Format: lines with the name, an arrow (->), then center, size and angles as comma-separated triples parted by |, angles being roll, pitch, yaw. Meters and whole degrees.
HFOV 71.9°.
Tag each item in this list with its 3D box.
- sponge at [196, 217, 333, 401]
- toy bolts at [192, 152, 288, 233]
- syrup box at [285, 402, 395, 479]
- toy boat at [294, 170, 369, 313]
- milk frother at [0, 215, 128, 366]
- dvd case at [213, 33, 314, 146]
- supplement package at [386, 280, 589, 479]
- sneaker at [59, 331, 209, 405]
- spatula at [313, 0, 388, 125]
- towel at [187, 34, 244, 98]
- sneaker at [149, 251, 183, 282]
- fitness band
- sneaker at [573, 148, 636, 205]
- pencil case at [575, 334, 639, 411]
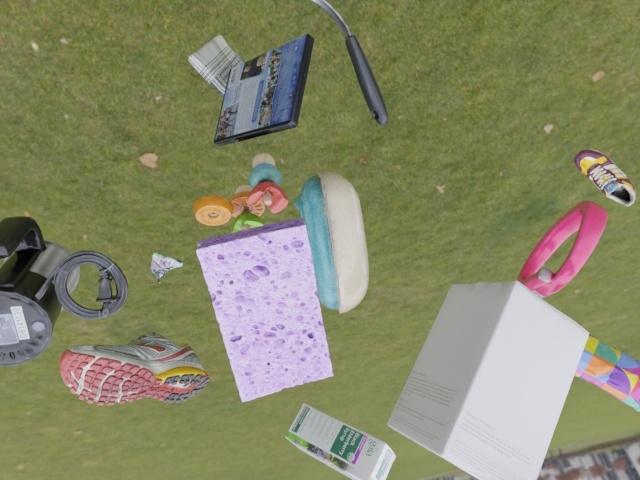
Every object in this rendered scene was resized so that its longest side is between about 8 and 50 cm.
sponge -> -0.057, 0.085, 0.506 | 0.117, 0.031, 0.210 | -13, 114, -6
toy bolts -> -0.206, -0.134, 1.161 | 0.218, 0.159, 0.228 | 20, 138, -40
syrup box -> 0.045, 0.480, 1.029 | 0.236, 0.093, 0.096 | 11, 145, 37
toy boat -> 0.000, 0.000, 0.870 | 0.148, 0.268, 0.318 | -10, -171, -3
milk frother -> -0.286, 0.048, 0.483 | 0.143, 0.135, 0.129 | 12, 108, -21
dvd case -> -0.121, -0.290, 0.883 | 0.253, 0.180, 0.022 | 1, 167, 44
supplement package -> 0.280, 0.236, 0.749 | 0.175, 0.293, 0.177 | 33, 164, -11
sneaker -> -0.278, 0.188, 0.666 | 0.088, 0.093, 0.225 | -46, 141, 12
spatula -> 0.021, -0.289, 0.592 | 0.030, 0.296, 0.084 | -32, -173, -11
towel -> -0.268, -0.531, 1.480 | 0.056, 0.324, 0.312 | -35, 113, 24
sneaker -> -0.376, 0.071, 1.067 | 0.098, 0.069, 0.038 | 11, 170, 35
fitness band -> 0.522, 0.024, 0.975 | 0.209, 0.054, 0.291 | -57, 167, -10
sneaker -> 0.744, -0.165, 1.150 | 0.185, 0.084, 0.069 | 37, 131, 2
pencil case -> 0.554, 0.244, 0.906 | 0.104, 0.236, 0.104 | -38, 145, -33
